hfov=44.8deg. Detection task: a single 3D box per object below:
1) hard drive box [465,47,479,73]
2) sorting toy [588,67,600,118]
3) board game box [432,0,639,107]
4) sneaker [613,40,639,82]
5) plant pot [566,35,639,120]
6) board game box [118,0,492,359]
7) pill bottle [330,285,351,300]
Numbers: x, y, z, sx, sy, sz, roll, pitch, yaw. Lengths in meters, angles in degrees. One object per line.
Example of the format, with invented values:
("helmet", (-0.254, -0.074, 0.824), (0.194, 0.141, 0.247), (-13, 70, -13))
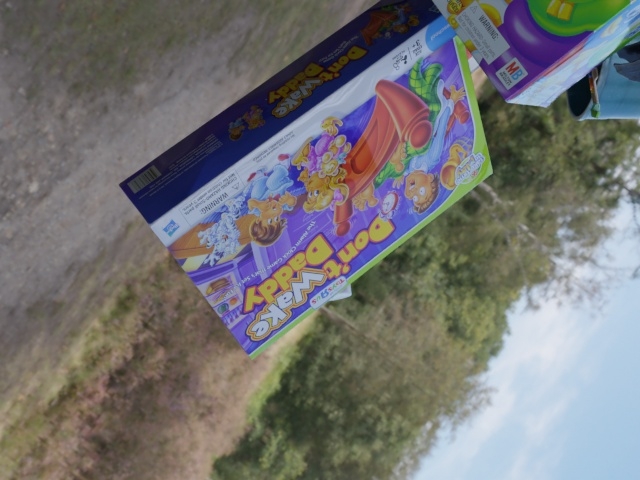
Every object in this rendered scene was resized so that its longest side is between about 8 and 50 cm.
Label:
("hard drive box", (0.258, -0.400, 1.185), (0.232, 0.181, 0.089), (-40, -163, 5))
("sorting toy", (0.371, -0.205, 1.055), (0.062, 0.012, 0.083), (68, 24, -44))
("board game box", (0.236, -0.249, 0.617), (0.275, 0.144, 0.142), (-39, 169, 27))
("sneaker", (0.392, -0.193, 0.775), (0.170, 0.089, 0.051), (-21, -136, 47))
("plant pot", (0.574, -0.326, 1.300), (0.271, 0.255, 0.272), (6, 90, -86))
("board game box", (0.006, -0.064, 0.796), (0.347, 0.078, 0.233), (-37, 138, -9))
("pill bottle", (0.000, 0.000, 1.217), (0.103, 0.103, 0.184), (98, -15, -78))
